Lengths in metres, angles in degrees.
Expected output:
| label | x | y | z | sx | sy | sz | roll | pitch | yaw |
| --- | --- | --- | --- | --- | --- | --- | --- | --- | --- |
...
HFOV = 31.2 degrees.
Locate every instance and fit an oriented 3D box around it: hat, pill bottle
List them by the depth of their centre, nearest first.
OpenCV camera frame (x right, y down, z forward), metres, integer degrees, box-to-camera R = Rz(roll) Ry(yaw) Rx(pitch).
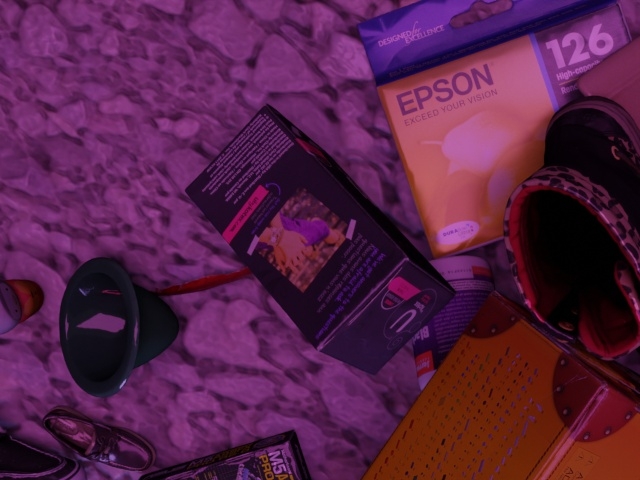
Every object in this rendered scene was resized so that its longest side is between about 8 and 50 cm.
| label | x | y | z | sx | sy | sz | roll | pitch | yaw |
| --- | --- | --- | --- | --- | --- | --- | --- | --- | --- |
| pill bottle | 0.162 | 0.124 | 1.345 | 0.108 | 0.108 | 0.194 | -10 | 71 | 7 |
| hat | -0.200 | 0.106 | 1.454 | 0.208 | 0.183 | 0.173 | -4 | 86 | 48 |

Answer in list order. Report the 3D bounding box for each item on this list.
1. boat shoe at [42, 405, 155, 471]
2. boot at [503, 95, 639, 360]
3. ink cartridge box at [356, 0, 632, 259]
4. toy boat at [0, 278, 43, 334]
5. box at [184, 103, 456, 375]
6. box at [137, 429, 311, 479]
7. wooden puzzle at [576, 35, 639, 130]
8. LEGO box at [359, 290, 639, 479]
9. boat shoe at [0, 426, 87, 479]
| label | x | y | z | sx | sy | sz | roll | pitch | yaw |
| --- | --- | --- | --- | --- | --- | --- | --- | --- | --- |
| boat shoe | -0.285 | 0.259 | 1.460 | 0.152 | 0.049 | 0.056 | 20 | 96 | 4 |
| boot | 0.318 | 0.049 | 1.170 | 0.138 | 0.284 | 0.377 | -23 | 97 | 28 |
| ink cartridge box | 0.230 | -0.166 | 1.368 | 0.303 | 0.072 | 0.307 | -19 | 94 | 7 |
| toy boat | -0.497 | 0.024 | 1.415 | 0.318 | 0.148 | 0.268 | 24 | 96 | 4 |
| box | 0.000 | 0.000 | 1.304 | 0.143 | 0.165 | 0.270 | -45 | 61 | 7 |
| box | -0.094 | 0.400 | 1.447 | 0.216 | 0.060 | 0.270 | -18 | 93 | 6 |
| wooden puzzle | 0.430 | -0.134 | 1.324 | 0.221 | 0.044 | 0.239 | -34 | 93 | -19 |
| LEGO box | 0.208 | 0.359 | 1.253 | 0.372 | 0.193 | 0.500 | 29 | 98 | -39 |
| boat shoe | -0.446 | 0.272 | 1.447 | 0.306 | 0.113 | 0.105 | 3 | 109 | 15 |
